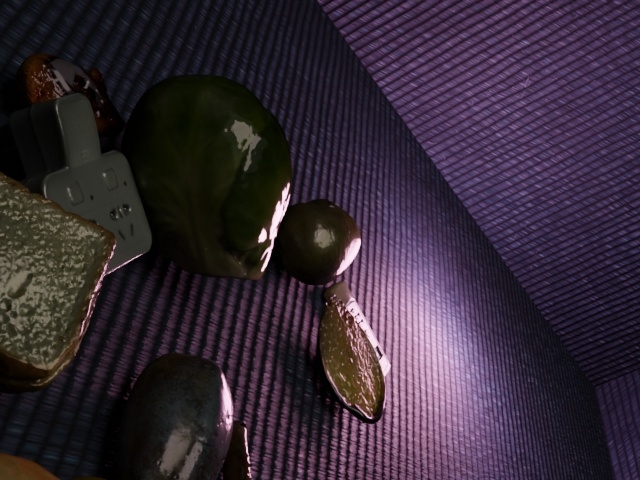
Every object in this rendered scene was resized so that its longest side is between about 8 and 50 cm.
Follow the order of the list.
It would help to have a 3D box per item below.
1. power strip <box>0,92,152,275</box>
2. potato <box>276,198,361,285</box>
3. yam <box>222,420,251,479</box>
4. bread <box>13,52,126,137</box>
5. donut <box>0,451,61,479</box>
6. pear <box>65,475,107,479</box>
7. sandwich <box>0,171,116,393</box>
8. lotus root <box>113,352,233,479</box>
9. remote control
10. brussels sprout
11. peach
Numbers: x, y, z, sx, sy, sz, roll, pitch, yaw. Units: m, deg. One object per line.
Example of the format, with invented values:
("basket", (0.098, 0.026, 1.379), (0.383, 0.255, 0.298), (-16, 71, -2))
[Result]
("power strip", (-0.380, -0.070, 1.459), (0.229, 0.141, 0.261), (-41, 116, -66))
("potato", (0.000, 0.000, 2.127), (0.251, 0.159, 0.174), (-17, 107, -56))
("yam", (-0.127, 0.399, 1.544), (0.046, 0.046, 0.264), (41, 30, -42))
("bread", (-0.399, -0.224, 1.610), (0.269, 0.095, 0.139), (1, 65, -81))
("donut", (-0.309, 0.381, 0.883), (0.449, 0.198, 0.449), (32, 27, -18))
("pear", (-0.273, 0.344, 1.152), (0.149, 0.162, 0.149), (51, 14, -18))
("sandwich", (-0.409, 0.033, 1.221), (0.288, 0.099, 0.254), (32, 50, -17))
("lotus root", (-0.204, 0.288, 1.382), (0.158, 0.140, 0.322), (51, 28, -27))
("remote control", (0.081, 0.201, 2.221), (0.233, 0.038, 0.098), (62, 23, -3))
("brussels sprout", (-0.184, -0.101, 1.676), (0.289, 0.281, 0.354), (-151, -126, -78))
("peach", (0.043, 0.249, 2.050), (0.189, 0.068, 0.279), (18, 50, -49))
